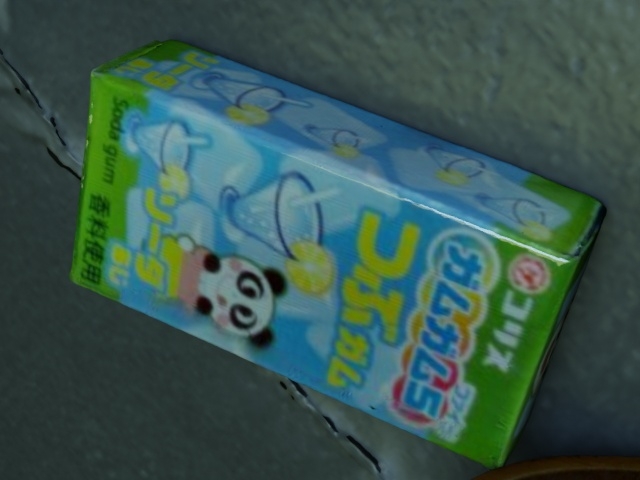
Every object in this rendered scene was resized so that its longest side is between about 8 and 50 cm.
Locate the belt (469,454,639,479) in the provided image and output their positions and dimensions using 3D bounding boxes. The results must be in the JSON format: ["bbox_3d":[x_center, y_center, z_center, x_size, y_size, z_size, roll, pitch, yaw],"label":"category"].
[{"bbox_3d":[0.148,0.167,0.324,0.261,0.184,0.105,12,118,4],"label":"belt"}]

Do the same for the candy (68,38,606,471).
[{"bbox_3d":[0.000,0.000,0.402,0.194,0.062,0.097,22,118,16],"label":"candy"}]
